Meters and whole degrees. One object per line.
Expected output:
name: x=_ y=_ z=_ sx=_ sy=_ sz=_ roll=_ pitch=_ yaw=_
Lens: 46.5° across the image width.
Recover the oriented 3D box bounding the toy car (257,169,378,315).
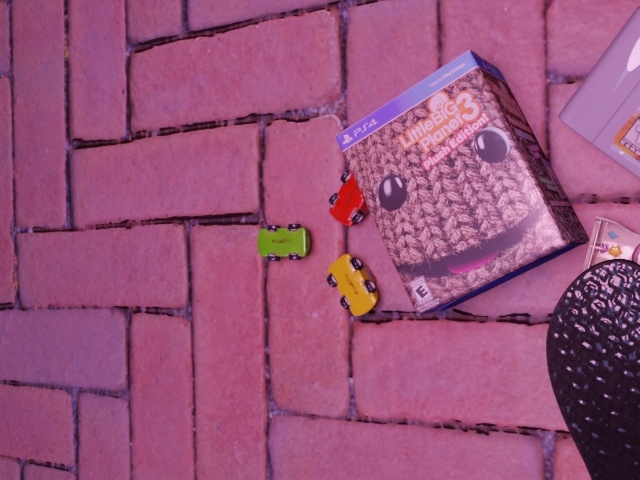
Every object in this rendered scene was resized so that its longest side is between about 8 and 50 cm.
toy car: x=0.000 y=0.000 z=1.226 sx=0.224 sy=0.053 sz=0.239 roll=-1 pitch=89 yaw=30

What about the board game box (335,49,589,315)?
board game box: x=0.198 y=-0.075 z=1.062 sx=0.232 sy=0.141 sz=0.291 roll=-31 pitch=76 yaw=26

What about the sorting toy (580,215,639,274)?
sorting toy: x=0.401 y=0.016 z=1.008 sx=0.075 sy=0.045 sz=0.083 roll=15 pitch=97 yaw=21

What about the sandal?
sandal: x=0.409 y=0.236 z=0.981 sx=0.167 sy=0.107 sz=0.446 roll=-10 pitch=98 yaw=28

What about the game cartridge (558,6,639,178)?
game cartridge: x=0.473 y=-0.148 z=0.923 sx=0.297 sy=0.062 sz=0.198 roll=41 pitch=126 yaw=17
